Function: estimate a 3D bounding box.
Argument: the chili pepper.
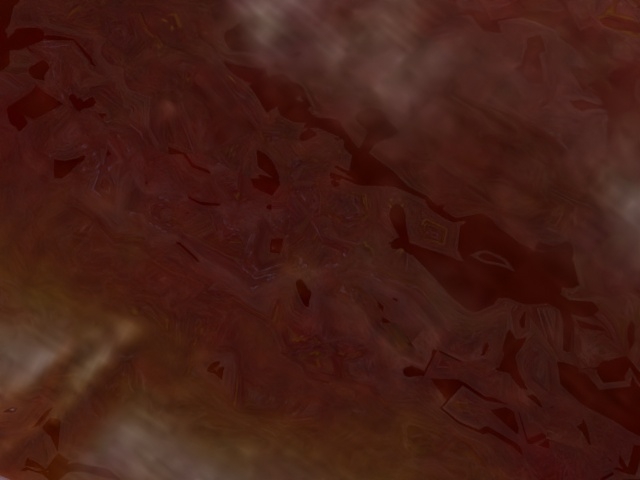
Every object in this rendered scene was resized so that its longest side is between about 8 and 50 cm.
[{"bbox_3d":[0.000,0.000,0.464,0.305,0.229,0.251,34,-136,8],"label":"chili pepper"}]
